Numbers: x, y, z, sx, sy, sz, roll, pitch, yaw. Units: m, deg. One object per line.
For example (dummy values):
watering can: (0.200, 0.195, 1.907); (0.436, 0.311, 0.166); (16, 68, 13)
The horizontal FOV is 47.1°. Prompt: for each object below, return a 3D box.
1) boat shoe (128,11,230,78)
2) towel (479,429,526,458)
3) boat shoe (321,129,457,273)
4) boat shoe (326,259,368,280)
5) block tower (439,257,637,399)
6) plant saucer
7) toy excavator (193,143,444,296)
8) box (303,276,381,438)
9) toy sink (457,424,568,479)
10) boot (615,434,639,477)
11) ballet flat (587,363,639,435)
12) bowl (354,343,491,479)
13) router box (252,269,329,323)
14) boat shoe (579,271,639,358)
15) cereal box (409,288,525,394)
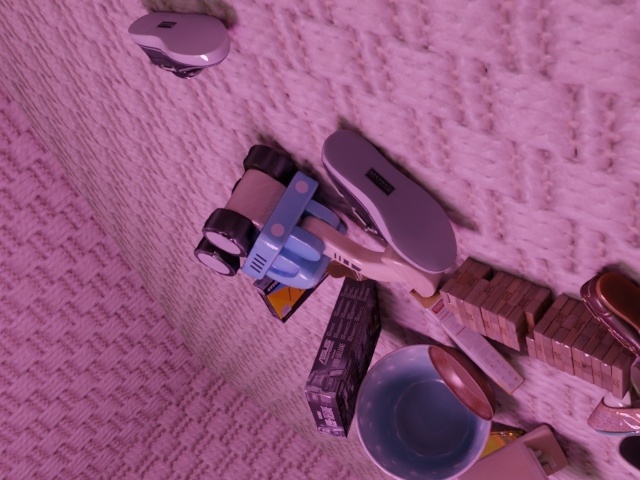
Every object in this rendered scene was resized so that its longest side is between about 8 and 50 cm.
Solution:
boat shoe: (-0.253, -0.352, 1.370); (0.301, 0.108, 0.102); (23, 151, 44)
towel: (0.416, 0.512, 1.823); (0.237, 0.021, 0.102); (-15, 121, 40)
boat shoe: (0.112, -0.058, 1.293); (0.306, 0.113, 0.105); (42, 164, 7)
boat shoe: (0.075, 0.057, 1.658); (0.153, 0.048, 0.056); (-9, 113, 54)
block tower: (0.371, 0.140, 1.244); (0.335, 0.097, 0.091); (26, 153, 40)
plant saucer: (0.305, 0.291, 1.552); (0.198, 0.036, 0.198); (49, 167, 16)
toy excavator: (0.000, 0.000, 1.516); (0.445, 0.222, 0.433); (29, 157, -5)
box: (0.060, 0.271, 1.707); (0.076, 0.307, 0.242); (11, 148, 17)
toy sink: (0.447, 0.545, 1.616); (0.153, 0.234, 0.131); (57, -174, -31)
boot: (0.664, 0.453, 1.337); (0.244, 0.088, 0.176); (18, 149, 38)
ballet flat: (0.543, 0.251, 1.179); (0.316, 0.107, 0.106); (-25, 91, 61)
bowl: (0.250, 0.409, 1.722); (0.311, 0.312, 0.163); (32, 175, 24)
router box: (-0.065, 0.090, 1.759); (0.046, 0.179, 0.133); (25, 153, 41)
boat shoe: (0.475, 0.130, 1.087); (0.207, 0.073, 0.073); (48, 160, 6)
cereal box: (0.284, 0.186, 1.453); (0.240, 0.047, 0.173); (45, -179, -7)
